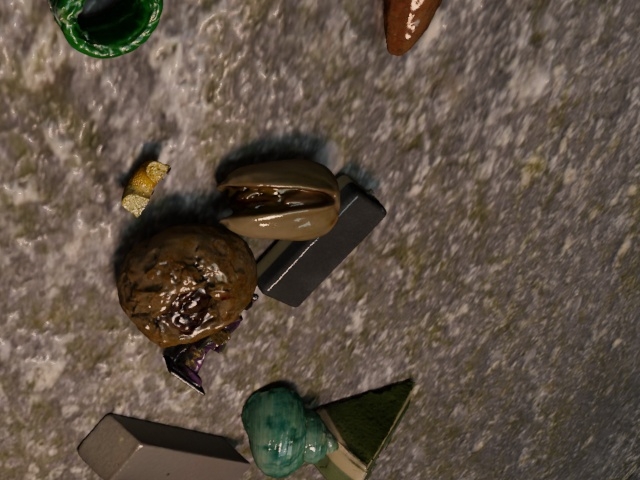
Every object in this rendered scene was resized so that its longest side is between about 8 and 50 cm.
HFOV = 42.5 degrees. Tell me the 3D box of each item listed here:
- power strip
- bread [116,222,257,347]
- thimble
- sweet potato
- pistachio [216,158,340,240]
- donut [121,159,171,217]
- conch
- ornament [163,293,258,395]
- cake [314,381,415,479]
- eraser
[{"bbox_3d":[0.000,0.000,1.435,0.256,0.070,0.105,-45,141,12],"label":"power strip"},{"bbox_3d":[-0.207,0.076,1.301,0.230,0.123,0.230,-18,147,-13],"label":"bread"},{"bbox_3d":[-0.257,-0.284,0.974,0.130,0.090,0.118,-18,137,-20],"label":"thimble"},{"bbox_3d":[0.144,-0.375,1.166,0.097,0.097,0.251,-8,130,-30],"label":"sweet potato"},{"bbox_3d":[-0.063,-0.063,1.301,0.206,0.131,0.129,-2,86,-19],"label":"pistachio"},{"bbox_3d":[-0.254,-0.081,1.186,0.038,0.067,0.083,29,143,-29],"label":"donut"},{"bbox_3d":[-0.062,0.408,1.717,0.202,0.134,0.196,5,126,-37],"label":"conch"},{"bbox_3d":[-0.192,0.161,1.453,0.081,0.088,0.203,33,93,-23],"label":"ornament"},{"bbox_3d":[0.088,0.414,1.894,0.283,0.172,0.158,-47,160,-43],"label":"cake"},{"bbox_3d":[-0.300,0.429,1.616,0.111,0.077,0.352,-51,137,11],"label":"eraser"}]
